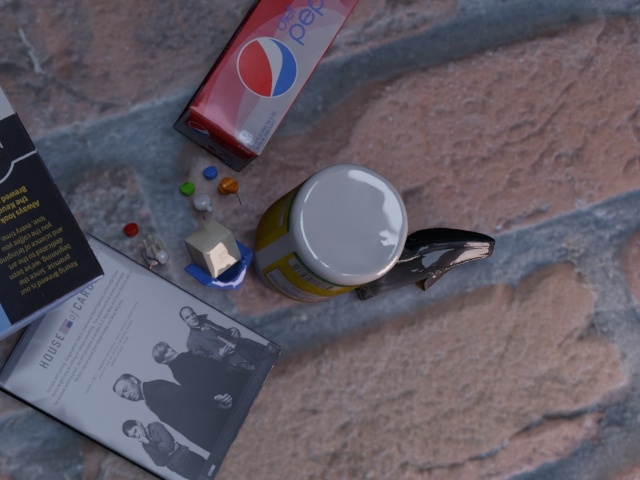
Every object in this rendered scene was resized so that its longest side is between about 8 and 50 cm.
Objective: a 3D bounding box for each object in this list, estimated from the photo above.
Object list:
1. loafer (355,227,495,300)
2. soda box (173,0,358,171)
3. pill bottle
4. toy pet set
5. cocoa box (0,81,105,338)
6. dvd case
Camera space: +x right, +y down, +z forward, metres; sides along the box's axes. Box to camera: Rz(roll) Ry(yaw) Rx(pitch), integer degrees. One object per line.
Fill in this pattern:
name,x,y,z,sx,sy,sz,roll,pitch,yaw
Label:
loafer,0.109,0.024,1.579,0.170,0.062,0.061,-7,104,-16
soda box,-0.045,-0.207,1.552,0.092,0.083,0.263,34,72,-9
pill bottle,0.000,0.000,1.460,0.118,0.208,0.117,3,79,-17
toy pet set,-0.119,-0.001,1.505,0.122,0.114,0.065,-37,133,-20
cocoa box,-0.413,0.032,1.274,0.347,0.231,0.228,-31,95,-32
dvd case,-0.180,0.127,1.473,0.239,0.029,0.179,31,72,-10
